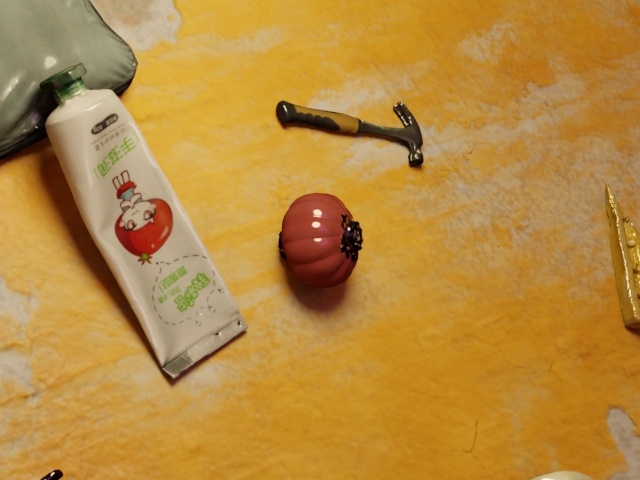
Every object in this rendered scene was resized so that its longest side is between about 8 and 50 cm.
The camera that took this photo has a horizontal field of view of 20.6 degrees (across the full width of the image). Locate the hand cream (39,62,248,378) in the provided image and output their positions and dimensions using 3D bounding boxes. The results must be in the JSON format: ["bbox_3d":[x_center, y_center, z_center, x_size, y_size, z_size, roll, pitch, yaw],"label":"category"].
[{"bbox_3d":[-0.190,-0.025,1.829,0.121,0.076,0.336,-36,105,-36],"label":"hand cream"}]

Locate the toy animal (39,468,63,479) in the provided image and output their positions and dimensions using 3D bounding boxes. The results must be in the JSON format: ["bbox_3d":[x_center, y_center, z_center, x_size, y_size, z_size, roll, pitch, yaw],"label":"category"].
[{"bbox_3d":[-0.194,0.351,1.641,0.324,0.090,0.195,33,53,-14],"label":"toy animal"}]

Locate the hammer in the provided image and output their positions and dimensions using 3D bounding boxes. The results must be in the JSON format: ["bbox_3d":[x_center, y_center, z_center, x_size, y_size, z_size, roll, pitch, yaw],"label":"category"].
[{"bbox_3d":[0.036,-0.141,2.088,0.201,0.021,0.078,10,62,-31],"label":"hammer"}]

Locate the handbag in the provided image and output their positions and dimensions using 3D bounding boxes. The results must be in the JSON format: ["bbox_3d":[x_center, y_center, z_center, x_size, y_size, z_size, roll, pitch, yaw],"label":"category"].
[{"bbox_3d":[-0.342,-0.185,1.830,0.332,0.075,0.191,-36,93,-43],"label":"handbag"}]

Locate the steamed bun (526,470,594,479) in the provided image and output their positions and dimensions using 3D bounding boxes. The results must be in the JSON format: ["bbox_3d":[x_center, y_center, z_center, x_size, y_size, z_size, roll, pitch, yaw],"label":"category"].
[{"bbox_3d":[0.293,0.426,1.839,0.394,0.237,0.346,-16,44,-6],"label":"steamed bun"}]

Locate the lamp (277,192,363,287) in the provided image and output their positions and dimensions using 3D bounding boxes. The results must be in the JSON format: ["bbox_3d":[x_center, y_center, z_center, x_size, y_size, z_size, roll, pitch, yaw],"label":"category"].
[{"bbox_3d":[0.000,0.000,1.946,0.107,0.092,0.107,-9,90,-68],"label":"lamp"}]

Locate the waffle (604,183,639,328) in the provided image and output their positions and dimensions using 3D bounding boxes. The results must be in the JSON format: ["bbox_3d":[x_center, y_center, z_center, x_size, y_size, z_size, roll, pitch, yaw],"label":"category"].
[{"bbox_3d":[0.423,0.025,2.256,0.125,0.032,0.191,9,64,-28],"label":"waffle"}]
